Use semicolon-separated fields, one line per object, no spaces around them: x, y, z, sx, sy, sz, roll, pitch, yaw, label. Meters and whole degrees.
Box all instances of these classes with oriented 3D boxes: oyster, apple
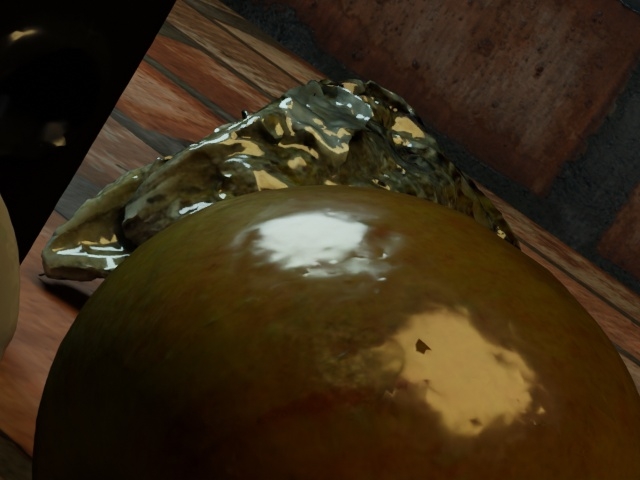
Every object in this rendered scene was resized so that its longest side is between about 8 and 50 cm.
-0.001;0.002;0.975;0.162;0.158;0.351;41;23;31;oyster
0.010;0.068;0.510;0.155;0.182;0.182;-7;32;-32;apple

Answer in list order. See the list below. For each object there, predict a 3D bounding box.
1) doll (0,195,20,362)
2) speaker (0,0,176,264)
-0.196;0.000;0.252;0.188;0.099;0.384;27;12;38;doll
-0.217;-0.115;0.679;0.232;0.184;0.254;37;13;25;speaker
